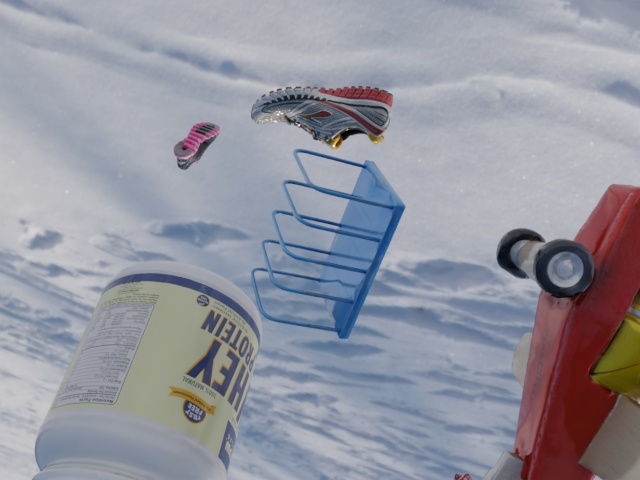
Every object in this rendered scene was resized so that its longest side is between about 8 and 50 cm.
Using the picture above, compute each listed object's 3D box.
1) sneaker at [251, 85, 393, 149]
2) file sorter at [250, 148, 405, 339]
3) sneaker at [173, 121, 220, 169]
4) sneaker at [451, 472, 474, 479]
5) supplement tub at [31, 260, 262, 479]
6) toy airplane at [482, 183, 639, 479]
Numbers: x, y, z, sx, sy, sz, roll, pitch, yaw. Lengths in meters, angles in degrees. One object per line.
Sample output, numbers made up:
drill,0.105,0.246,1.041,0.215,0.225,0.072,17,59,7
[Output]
sneaker,-0.002,-0.190,1.084,0.225,0.093,0.088,3,-178,14
file sorter,0.000,0.000,0.765,0.104,0.118,0.170,12,115,-21
sneaker,-0.228,-0.173,1.286,0.047,0.119,0.057,27,141,18
sneaker,0.283,0.448,1.259,0.118,0.067,0.042,-5,157,-28
supplement tub,-0.219,0.214,0.904,0.235,0.325,0.235,7,140,6
toy airplane,0.322,0.184,0.770,0.272,0.386,0.384,7,140,-5
